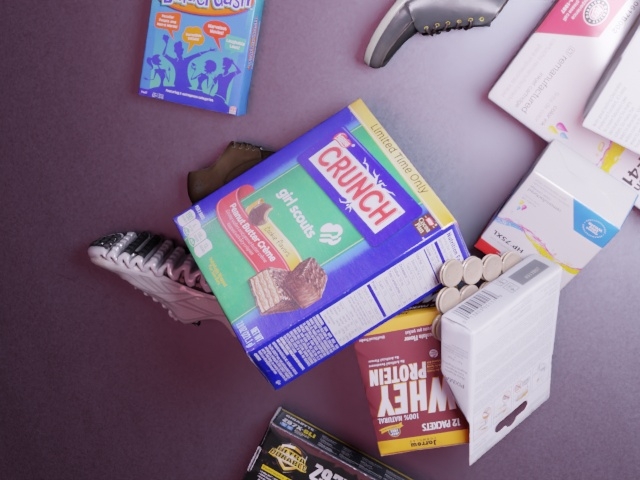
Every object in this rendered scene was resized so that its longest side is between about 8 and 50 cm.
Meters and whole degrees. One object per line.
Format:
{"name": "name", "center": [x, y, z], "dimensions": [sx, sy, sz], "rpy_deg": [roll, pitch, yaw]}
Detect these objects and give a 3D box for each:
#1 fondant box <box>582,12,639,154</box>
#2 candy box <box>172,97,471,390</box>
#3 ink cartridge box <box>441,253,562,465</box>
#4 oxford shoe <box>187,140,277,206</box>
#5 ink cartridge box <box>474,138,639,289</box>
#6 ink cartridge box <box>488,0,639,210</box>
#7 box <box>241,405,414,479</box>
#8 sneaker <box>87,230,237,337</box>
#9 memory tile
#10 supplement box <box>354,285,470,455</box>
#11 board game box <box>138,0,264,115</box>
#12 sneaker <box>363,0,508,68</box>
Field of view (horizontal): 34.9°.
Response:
{"name": "fondant box", "center": [0.509, -0.171, 1.173], "dimensions": [0.330, 0.096, 0.238], "rpy_deg": [27, 127, 3]}
{"name": "candy box", "center": [0.000, 0.000, 1.375], "dimensions": [0.317, 0.122, 0.268], "rpy_deg": [-32, 53, -3]}
{"name": "ink cartridge box", "center": [0.238, 0.157, 1.352], "dimensions": [0.066, 0.189, 0.232], "rpy_deg": [32, 137, 35]}
{"name": "oxford shoe", "center": [-0.098, -0.113, 1.506], "dimensions": [0.227, 0.083, 0.096], "rpy_deg": [-20, 82, 10]}
{"name": "ink cartridge box", "center": [0.303, -0.014, 1.372], "dimensions": [0.134, 0.078, 0.231], "rpy_deg": [34, 144, 5]}
{"name": "ink cartridge box", "center": [0.409, -0.193, 1.346], "dimensions": [0.306, 0.131, 0.226], "rpy_deg": [37, 107, 5]}
{"name": "box", "center": [0.017, 0.451, 1.594], "dimensions": [0.322, 0.079, 0.257], "rpy_deg": [27, 104, 6]}
{"name": "sneaker", "center": [-0.225, 0.067, 1.563], "dimensions": [0.292, 0.110, 0.118], "rpy_deg": [16, 113, 10]}
{"name": "memory tile", "center": [0.206, 0.073, 1.340], "dimensions": [0.012, 0.148, 0.113], "rpy_deg": [19, 110, 50]}
{"name": "supplement box", "center": [0.141, 0.174, 1.447], "dimensions": [0.129, 0.194, 0.191], "rpy_deg": [-11, 99, 15]}
{"name": "board game box", "center": [-0.174, -0.303, 1.500], "dimensions": [0.160, 0.047, 0.210], "rpy_deg": [13, 103, 10]}
{"name": "sneaker", "center": [0.163, -0.303, 1.404], "dimensions": [0.118, 0.083, 0.222], "rpy_deg": [41, 106, 2]}
